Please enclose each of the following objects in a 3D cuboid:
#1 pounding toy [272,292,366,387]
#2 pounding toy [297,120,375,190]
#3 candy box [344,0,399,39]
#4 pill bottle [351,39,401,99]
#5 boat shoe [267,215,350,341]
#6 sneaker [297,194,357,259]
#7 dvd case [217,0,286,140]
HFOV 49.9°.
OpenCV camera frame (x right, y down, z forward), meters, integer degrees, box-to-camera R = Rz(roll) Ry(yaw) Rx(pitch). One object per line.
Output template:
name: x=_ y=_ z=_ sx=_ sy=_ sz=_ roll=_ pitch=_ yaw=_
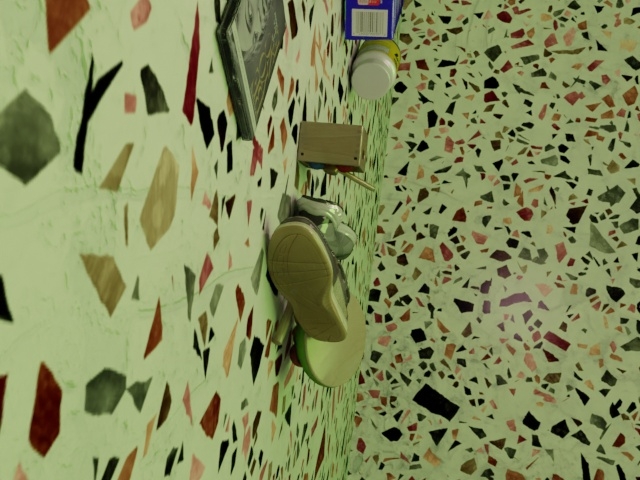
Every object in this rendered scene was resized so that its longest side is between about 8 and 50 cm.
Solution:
pounding toy: x=-0.023 y=0.164 z=1.278 sx=0.237 sy=0.110 sz=0.183 roll=47 pitch=55 yaw=-39
pounding toy: x=0.035 y=-0.151 z=1.254 sx=0.141 sy=0.130 sz=0.100 roll=10 pitch=86 yaw=-81
candy box: x=0.133 y=-0.639 z=1.595 sx=0.317 sy=0.122 sz=0.268 roll=-69 pitch=161 yaw=-56
pill bottle: x=0.145 y=-0.453 z=1.804 sx=0.208 sy=0.119 sz=0.119 roll=-71 pitch=164 yaw=-54
boat shoe: x=-0.011 y=0.055 z=1.120 sx=0.285 sy=0.103 sz=0.092 roll=68 pitch=25 yaw=-43
sneaker: x=0.000 y=0.000 z=1.295 sx=0.271 sy=0.100 sz=0.108 roll=49 pitch=59 yaw=-71
dvd case: x=-0.076 y=-0.257 z=0.836 sx=0.164 sy=0.018 sz=0.221 roll=84 pitch=15 yaw=-55
